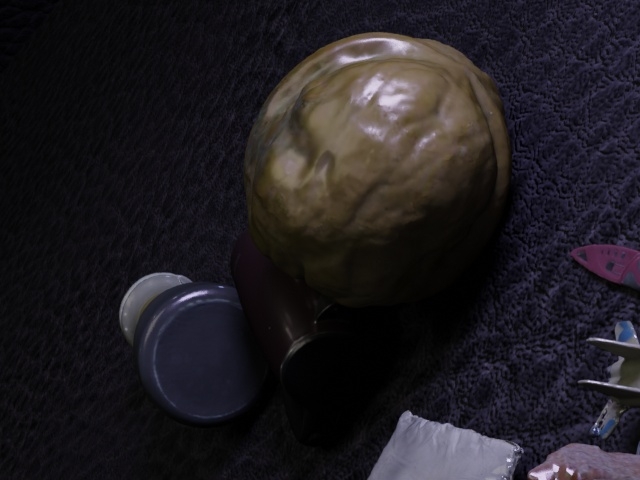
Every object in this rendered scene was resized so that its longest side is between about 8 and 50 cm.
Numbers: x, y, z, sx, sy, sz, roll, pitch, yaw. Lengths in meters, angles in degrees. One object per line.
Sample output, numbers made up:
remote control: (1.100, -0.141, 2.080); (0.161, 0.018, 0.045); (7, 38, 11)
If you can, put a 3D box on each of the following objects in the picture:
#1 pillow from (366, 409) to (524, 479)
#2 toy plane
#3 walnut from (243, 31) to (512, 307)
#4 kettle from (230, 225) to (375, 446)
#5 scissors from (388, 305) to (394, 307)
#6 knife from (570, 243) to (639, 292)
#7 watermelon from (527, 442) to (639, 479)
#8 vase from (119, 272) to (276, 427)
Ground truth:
pillow: (0.108, 0.232, 1.617); (0.229, 0.051, 0.128); (8, 76, 64)
toy plane: (0.302, 0.104, 1.317); (0.262, 0.088, 0.192); (-4, 67, 53)
walnut: (0.062, -0.074, 1.788); (0.277, 0.282, 0.253); (-48, 65, 17)
kettle: (-0.020, 0.101, 1.931); (0.232, 0.144, 0.202); (-107, 29, -55)
scissors: (0.082, -0.044, 2.001); (0.160, 0.024, 0.317); (-45, 29, 36)
knife: (0.277, 0.027, 1.521); (0.035, 0.018, 0.247); (-65, 22, 2)
watermelon: (0.219, 0.269, 1.175); (0.264, 0.302, 0.151); (-65, -15, -2)
vase: (-0.173, 0.122, 2.202); (0.173, 0.173, 0.321); (-64, 18, -2)
